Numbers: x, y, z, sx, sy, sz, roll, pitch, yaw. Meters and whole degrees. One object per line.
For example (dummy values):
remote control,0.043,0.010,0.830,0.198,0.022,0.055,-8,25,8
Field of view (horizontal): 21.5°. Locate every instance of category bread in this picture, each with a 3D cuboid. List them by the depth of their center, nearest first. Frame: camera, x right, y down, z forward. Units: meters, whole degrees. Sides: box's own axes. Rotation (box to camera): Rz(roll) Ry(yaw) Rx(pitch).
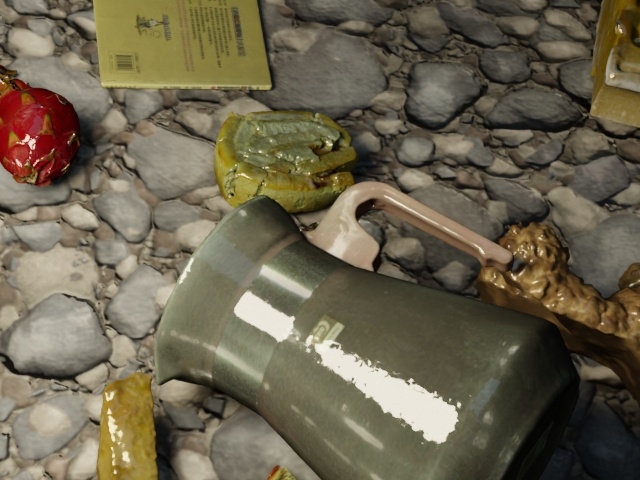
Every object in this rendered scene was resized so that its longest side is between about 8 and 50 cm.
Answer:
bread,-0.036,-0.086,1.787,0.156,0.064,0.117,-7,56,-17

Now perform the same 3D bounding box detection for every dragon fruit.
dragon fruit,-0.300,-0.133,1.750,0.094,0.094,0.190,-7,43,-18

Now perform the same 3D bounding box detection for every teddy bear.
teddy bear,0.332,0.039,1.681,0.296,0.246,0.222,37,80,4

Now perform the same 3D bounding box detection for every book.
book,-0.158,-0.235,1.905,0.192,0.013,0.168,0,53,-14

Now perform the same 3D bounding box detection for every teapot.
teapot,0.055,0.105,1.545,0.344,0.253,0.300,30,68,16

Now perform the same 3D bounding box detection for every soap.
soap,0.464,-0.212,1.954,0.281,0.143,0.259,17,47,-1

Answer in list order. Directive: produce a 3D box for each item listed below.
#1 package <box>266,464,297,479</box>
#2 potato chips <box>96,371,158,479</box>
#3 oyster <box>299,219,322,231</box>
package,-0.026,0.270,1.538,0.121,0.031,0.108,34,53,19
potato chips,-0.146,0.299,1.457,0.057,0.080,0.407,6,47,-27
oyster,0.003,-0.001,1.759,0.083,0.019,0.054,-19,59,-26
